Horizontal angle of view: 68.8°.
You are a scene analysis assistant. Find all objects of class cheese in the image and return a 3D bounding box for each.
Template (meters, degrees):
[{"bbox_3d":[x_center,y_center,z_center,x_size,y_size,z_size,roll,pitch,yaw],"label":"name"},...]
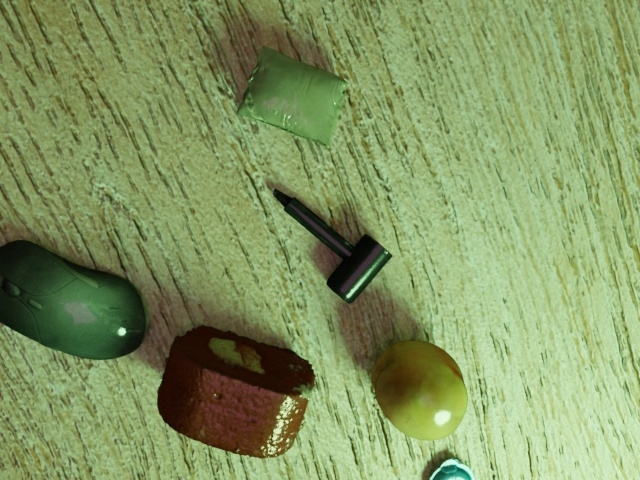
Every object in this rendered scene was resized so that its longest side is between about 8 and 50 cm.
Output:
[{"bbox_3d":[0.286,0.583,0.999,0.106,0.037,0.256,-9,99,-5],"label":"cheese"}]

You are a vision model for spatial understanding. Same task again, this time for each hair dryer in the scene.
[{"bbox_3d":[0.000,0.000,0.893,0.255,0.070,0.128,38,91,-2],"label":"hair dryer"}]

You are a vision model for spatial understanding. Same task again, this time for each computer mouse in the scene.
[{"bbox_3d":[-0.493,0.102,0.824,0.379,0.090,0.167,24,92,-7],"label":"computer mouse"}]

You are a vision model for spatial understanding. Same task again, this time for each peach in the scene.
[{"bbox_3d":[0.184,0.276,0.883,0.184,0.184,0.184,-1,96,-7],"label":"peach"}]

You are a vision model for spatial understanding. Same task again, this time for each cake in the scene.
[{"bbox_3d":[-0.147,0.266,0.838,0.283,0.177,0.150,21,93,-8],"label":"cake"}]

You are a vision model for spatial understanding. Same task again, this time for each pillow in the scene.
[{"bbox_3d":[-0.044,-0.254,0.845,0.181,0.078,0.134,20,93,-10],"label":"pillow"}]
